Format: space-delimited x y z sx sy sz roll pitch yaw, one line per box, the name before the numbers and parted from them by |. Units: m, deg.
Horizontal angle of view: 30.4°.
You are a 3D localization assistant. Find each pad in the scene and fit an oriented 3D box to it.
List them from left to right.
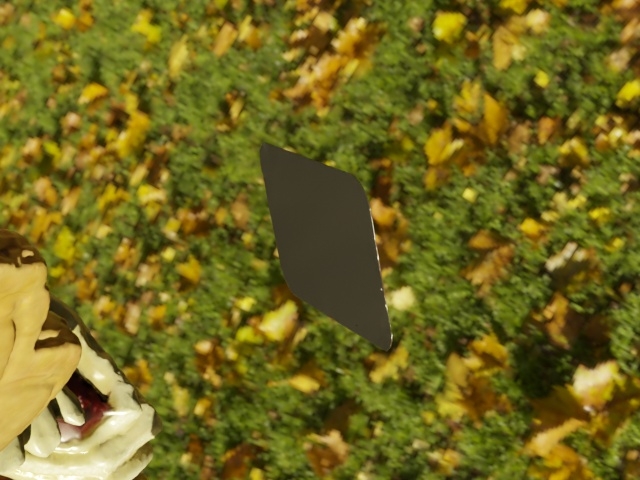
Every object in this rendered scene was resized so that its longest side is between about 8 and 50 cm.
pad | 0.000 0.000 1.194 0.267 0.004 0.181 27 131 62

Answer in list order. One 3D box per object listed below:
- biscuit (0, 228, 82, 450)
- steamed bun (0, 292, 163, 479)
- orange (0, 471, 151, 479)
biscuit | -0.270 0.096 0.655 0.269 0.376 0.051 -47 69 14
steamed bun | -0.332 0.101 1.079 0.189 0.428 0.247 -40 9 44
orange | -0.354 0.425 1.360 0.424 0.424 0.326 38 139 53
